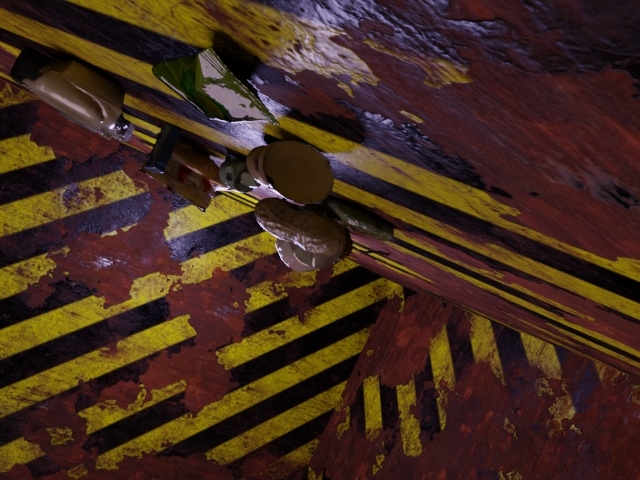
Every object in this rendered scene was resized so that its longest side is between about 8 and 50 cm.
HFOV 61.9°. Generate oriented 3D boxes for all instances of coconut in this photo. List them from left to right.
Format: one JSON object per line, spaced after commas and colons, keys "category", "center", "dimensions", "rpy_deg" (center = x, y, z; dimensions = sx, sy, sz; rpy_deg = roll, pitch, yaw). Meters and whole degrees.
{"category": "coconut", "center": [-0.036, -0.007, 1.753], "dimensions": [0.241, 0.241, 0.241], "rpy_deg": [26, 176, 2]}

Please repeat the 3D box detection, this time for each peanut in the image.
{"category": "peanut", "center": [-0.066, -0.046, 1.566], "dimensions": [0.299, 0.120, 0.136], "rpy_deg": [22, 153, 21]}

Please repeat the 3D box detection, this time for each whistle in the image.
{"category": "whistle", "center": [-0.239, -0.197, 1.610], "dimensions": [0.092, 0.110, 0.244], "rpy_deg": [-10, -162, -33]}

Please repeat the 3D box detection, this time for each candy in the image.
{"category": "candy", "center": [-0.149, -0.224, 0.785], "dimensions": [0.149, 0.069, 0.246], "rpy_deg": [34, 177, -33]}

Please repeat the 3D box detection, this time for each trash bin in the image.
{"category": "trash bin", "center": [-0.799, -0.469, 1.572], "dimensions": [0.177, 0.101, 0.236], "rpy_deg": [25, 180, -25]}

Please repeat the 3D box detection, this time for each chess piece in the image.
{"category": "chess piece", "center": [-0.088, -0.153, 1.151], "dimensions": [0.139, 0.124, 0.307], "rpy_deg": [-7, -168, -18]}

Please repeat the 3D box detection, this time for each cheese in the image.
{"category": "cheese", "center": [-0.632, -0.384, 1.375], "dimensions": [0.233, 0.127, 0.266], "rpy_deg": [29, 174, -36]}

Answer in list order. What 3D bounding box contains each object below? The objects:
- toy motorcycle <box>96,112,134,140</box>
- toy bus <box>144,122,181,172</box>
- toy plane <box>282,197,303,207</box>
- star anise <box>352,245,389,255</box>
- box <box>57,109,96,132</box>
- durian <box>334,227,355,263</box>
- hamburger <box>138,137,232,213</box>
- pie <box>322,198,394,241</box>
{"category": "toy motorcycle", "center": [-0.752, -0.422, 1.828], "dimensions": [0.223, 0.107, 0.341], "rpy_deg": [26, 175, -13]}
{"category": "toy bus", "center": [-0.478, -0.279, 1.620], "dimensions": [0.061, 0.153, 0.051], "rpy_deg": [15, 171, 42]}
{"category": "toy plane", "center": [-0.091, -0.120, 1.985], "dimensions": [0.226, 0.058, 0.226], "rpy_deg": [5, 166, 29]}
{"category": "star anise", "center": [0.152, 0.053, 2.224], "dimensions": [0.227, 0.148, 0.218], "rpy_deg": [36, -139, 8]}
{"category": "box", "center": [-0.926, -0.495, 2.077], "dimensions": [0.172, 0.092, 0.124], "rpy_deg": [25, 176, 7]}
{"category": "durian", "center": [0.001, -0.012, 1.917], "dimensions": [0.250, 0.137, 0.183], "rpy_deg": [7, -142, 10]}
{"category": "hamburger", "center": [-0.449, -0.230, 1.848], "dimensions": [0.303, 0.186, 0.261], "rpy_deg": [35, 177, 14]}
{"category": "pie", "center": [0.105, -0.057, 1.552], "dimensions": [0.241, 0.054, 0.240], "rpy_deg": [25, 178, 1]}
